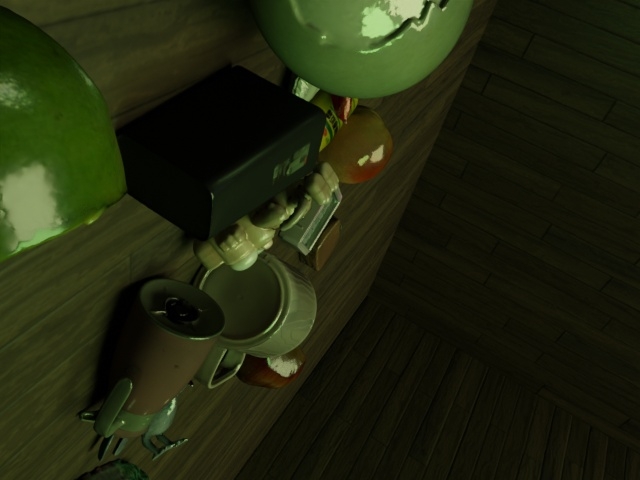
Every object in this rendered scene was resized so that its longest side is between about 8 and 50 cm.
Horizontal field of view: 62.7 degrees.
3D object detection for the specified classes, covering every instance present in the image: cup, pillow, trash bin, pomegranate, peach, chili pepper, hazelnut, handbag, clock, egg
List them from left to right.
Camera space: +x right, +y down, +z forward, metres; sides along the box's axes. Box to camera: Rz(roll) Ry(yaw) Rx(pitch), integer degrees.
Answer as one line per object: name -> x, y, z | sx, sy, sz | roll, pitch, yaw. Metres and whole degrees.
pomegranate -> -0.264, -0.069, 0.347 | 0.190, 0.241, 0.159 | -83, 159, -66
trash bin -> -0.126, -0.120, 0.693 | 0.225, 0.165, 0.114 | -44, 160, -43
cup -> -0.158, 0.152, 1.108 | 0.289, 0.208, 0.273 | -32, 165, 0
hazelnut -> -0.154, 0.348, 1.577 | 0.210, 0.210, 0.186 | 56, 41, -75
clock -> -0.022, -0.067, 1.393 | 0.197, 0.063, 0.150 | -59, 167, -6
pillow -> -0.003, -0.341, 0.910 | 0.128, 0.051, 0.229 | -62, 176, -53
handbag -> 0.000, 0.000, 1.603 | 0.151, 0.072, 0.193 | -55, 164, -22
chili pepper -> 0.033, -0.318, 1.002 | 0.050, 0.059, 0.191 | -13, 101, -41
peach -> 0.076, -0.217, 1.209 | 0.184, 0.184, 0.184 | -55, 166, -21
egg -> 0.045, -0.320, 0.633 | 0.278, 0.279, 0.336 | -63, 169, 11

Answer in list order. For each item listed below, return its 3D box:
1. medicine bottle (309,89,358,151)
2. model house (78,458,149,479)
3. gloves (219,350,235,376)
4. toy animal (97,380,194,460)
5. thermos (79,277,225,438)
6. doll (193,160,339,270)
medicine bottle -> -0.028, -0.205, 1.056 | 0.308, 0.076, 0.111 | -54, 148, -17
model house -> -0.389, 0.663, 0.998 | 0.297, 0.339, 0.360 | -58, 166, -3
gloves -> -0.172, 0.230, 1.367 | 0.286, 0.119, 0.142 | -40, 171, -20
toy animal -> -0.342, 0.350, 1.081 | 0.256, 0.176, 0.239 | -28, 170, 14
thermos -> -0.284, 0.212, 0.861 | 0.264, 0.146, 0.176 | -58, 174, 18
doll -> -0.095, -0.038, 0.868 | 0.278, 0.119, 0.154 | -23, -159, 38
